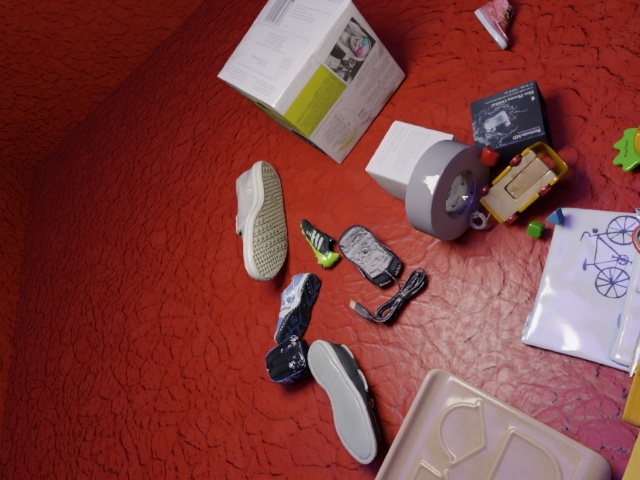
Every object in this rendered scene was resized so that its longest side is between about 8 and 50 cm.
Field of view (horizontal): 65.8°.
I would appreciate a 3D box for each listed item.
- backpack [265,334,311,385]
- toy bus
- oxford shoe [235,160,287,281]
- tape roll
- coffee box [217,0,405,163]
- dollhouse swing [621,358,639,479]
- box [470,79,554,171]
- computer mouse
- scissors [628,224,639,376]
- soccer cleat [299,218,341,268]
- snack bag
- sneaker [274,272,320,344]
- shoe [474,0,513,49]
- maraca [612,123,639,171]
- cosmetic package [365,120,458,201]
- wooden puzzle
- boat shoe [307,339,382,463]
[{"bbox_3d":[-0.076,0.314,1.266,0.114,0.084,0.105,-32,51,14],"label":"backpack"},{"bbox_3d":[0.438,-0.118,1.082,0.202,0.104,0.191,12,118,42],"label":"toy bus"},{"bbox_3d":[-0.193,-0.054,1.497,0.130,0.169,0.450,-25,47,22],"label":"oxford shoe"},{"bbox_3d":[0.289,-0.112,1.116,0.072,0.219,0.219,28,85,42],"label":"tape roll"},{"bbox_3d":[-0.025,-0.492,1.477,0.338,0.334,0.337,-54,48,4],"label":"coffee box"},{"bbox_3d":[0.586,0.227,0.614,0.346,0.304,0.316,19,113,38],"label":"dollhouse swing"},{"bbox_3d":[0.447,-0.266,1.162,0.155,0.093,0.159,-14,61,32],"label":"box"},{"bbox_3d":[0.125,0.090,1.250,0.262,0.060,0.184,39,89,31],"label":"computer mouse"},{"bbox_3d":[0.598,0.094,0.857,0.108,0.021,0.297,1,68,36],"label":"scissors"},{"bbox_3d":[0.000,0.000,1.396,0.072,0.060,0.179,-34,57,7],"label":"soccer cleat"},{"bbox_3d":[0.578,0.081,0.918,0.342,0.037,0.323,11,75,41],"label":"snack bag"},{"bbox_3d":[-0.072,0.185,1.345,0.081,0.080,0.211,4,60,45],"label":"sneaker"},{"bbox_3d":[0.481,-0.588,1.321,0.081,0.063,0.178,-34,46,25],"label":"shoe"},{"bbox_3d":[0.663,-0.200,0.963,0.185,0.099,0.127,-24,42,57],"label":"maraca"},{"bbox_3d":[0.246,-0.180,1.231,0.183,0.151,0.152,28,85,42],"label":"cosmetic package"},{"bbox_3d":[0.296,0.459,0.916,0.347,0.080,0.322,24,83,38],"label":"wooden puzzle"},{"bbox_3d":[0.073,0.353,1.127,0.114,0.091,0.303,-52,46,31],"label":"boat shoe"}]
